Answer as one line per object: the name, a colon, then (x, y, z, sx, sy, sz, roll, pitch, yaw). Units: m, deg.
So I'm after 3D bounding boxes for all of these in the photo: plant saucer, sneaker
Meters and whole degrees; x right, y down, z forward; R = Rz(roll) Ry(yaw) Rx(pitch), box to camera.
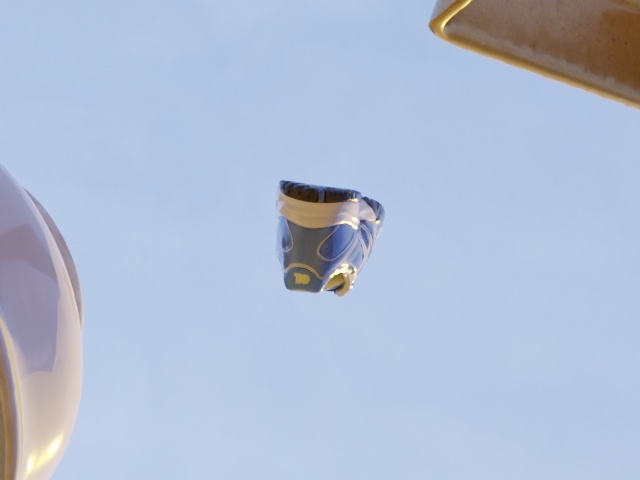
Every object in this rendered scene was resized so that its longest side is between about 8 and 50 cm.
plant saucer: (0.279, -0.227, 1.334, 0.333, 0.081, 0.333, 13, -40, -45)
sneaker: (0.000, 0.000, 1.505, 0.080, 0.211, 0.081, 8, -90, 12)

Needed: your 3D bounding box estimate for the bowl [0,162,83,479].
bowl: (-0.231, 0.042, 1.128, 0.298, 0.134, 0.298, 17, -62, 36)
